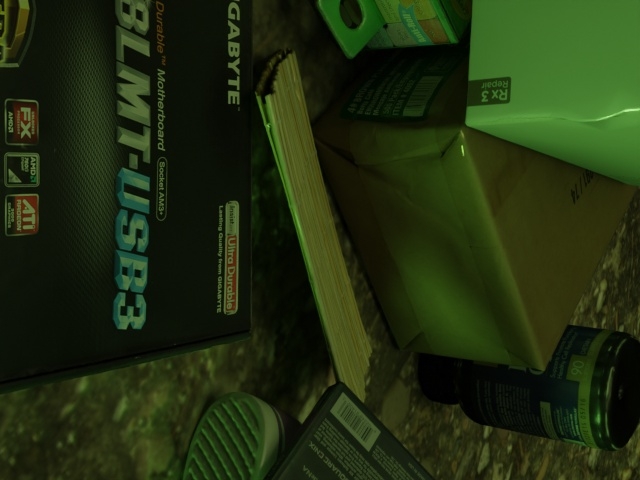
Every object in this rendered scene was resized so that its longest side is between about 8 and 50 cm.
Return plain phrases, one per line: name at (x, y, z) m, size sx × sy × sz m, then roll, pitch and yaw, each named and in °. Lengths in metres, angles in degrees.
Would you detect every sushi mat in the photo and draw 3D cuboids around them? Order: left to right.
sushi mat at (0.000, 0.000, 0.783) m, size 0.151 × 0.019 × 0.317 m, roll -78°, pitch 156°, yaw -63°

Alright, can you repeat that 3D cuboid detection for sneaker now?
sneaker at (-0.056, 0.280, 0.734) m, size 0.161 × 0.102 × 0.282 m, roll 44°, pitch 60°, yaw -49°

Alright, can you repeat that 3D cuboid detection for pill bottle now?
pill bottle at (0.222, 0.146, 0.983) m, size 0.122 × 0.219 × 0.123 m, roll -8°, pitch 100°, yaw -53°

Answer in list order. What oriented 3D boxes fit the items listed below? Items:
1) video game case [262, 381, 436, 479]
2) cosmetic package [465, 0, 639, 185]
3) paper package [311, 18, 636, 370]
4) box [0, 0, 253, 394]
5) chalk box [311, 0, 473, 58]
video game case at (0.014, 0.262, 0.668) m, size 0.196 × 0.026 × 0.274 m, roll 47°, pitch 46°, yaw -7°
cosmetic package at (0.310, -0.143, 0.804) m, size 0.385 × 0.217 × 0.156 m, roll 10°, pitch 84°, yaw -54°
paper package at (0.177, -0.082, 0.943) m, size 0.325 × 0.168 × 0.310 m, roll -51°, pitch 130°, yaw -36°
box at (-0.160, -0.063, 0.583) m, size 0.293 × 0.073 × 0.296 m, roll -4°, pitch 98°, yaw -52°
chalk box at (0.066, -0.255, 0.804) m, size 0.132 × 0.132 × 0.213 m, roll 54°, pitch 53°, yaw -40°
